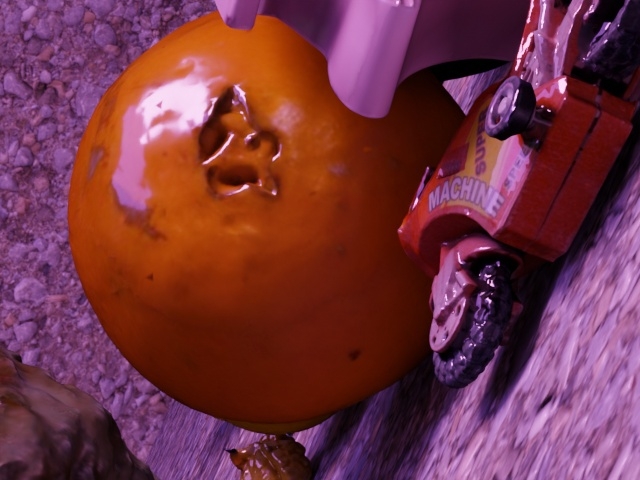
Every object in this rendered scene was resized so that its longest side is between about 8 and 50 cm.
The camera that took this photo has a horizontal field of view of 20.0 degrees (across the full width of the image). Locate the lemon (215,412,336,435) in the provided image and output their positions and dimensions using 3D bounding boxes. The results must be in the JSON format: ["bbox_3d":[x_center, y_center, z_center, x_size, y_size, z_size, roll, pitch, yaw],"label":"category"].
[{"bbox_3d":[-0.035,0.082,1.567,0.206,0.173,0.173,85,-156,-54],"label":"lemon"}]

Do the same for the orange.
[{"bbox_3d":[-0.030,-0.020,1.322,0.312,0.312,0.312,-62,6,11],"label":"orange"}]

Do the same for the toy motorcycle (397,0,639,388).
[{"bbox_3d":[0.128,-0.057,1.107,0.171,0.089,0.298,-101,36,-75],"label":"toy motorcycle"}]

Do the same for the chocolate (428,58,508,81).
[{"bbox_3d":[0.095,-0.295,1.498,0.331,0.383,0.384,-96,29,-47],"label":"chocolate"}]

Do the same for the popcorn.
[{"bbox_3d":[-0.051,0.204,1.611,0.084,0.084,0.084,-62,6,11],"label":"popcorn"}]

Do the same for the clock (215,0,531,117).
[{"bbox_3d":[0.066,-0.170,1.204,0.290,0.275,0.080,-77,4,-60],"label":"clock"}]

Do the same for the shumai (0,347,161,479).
[{"bbox_3d":[-0.189,0.277,1.280,0.324,0.323,0.397,-66,12,-21],"label":"shumai"}]
